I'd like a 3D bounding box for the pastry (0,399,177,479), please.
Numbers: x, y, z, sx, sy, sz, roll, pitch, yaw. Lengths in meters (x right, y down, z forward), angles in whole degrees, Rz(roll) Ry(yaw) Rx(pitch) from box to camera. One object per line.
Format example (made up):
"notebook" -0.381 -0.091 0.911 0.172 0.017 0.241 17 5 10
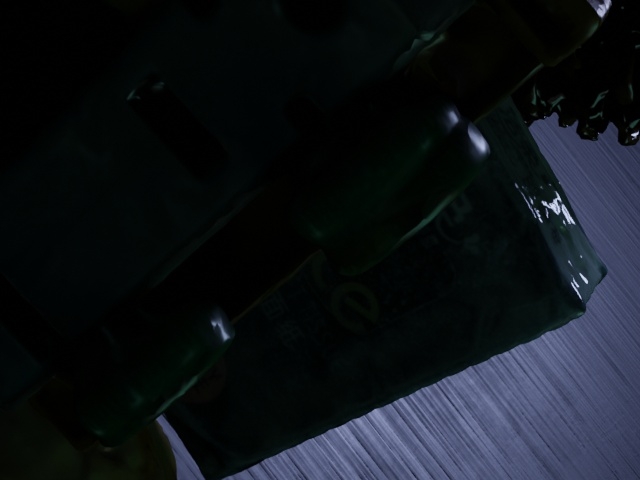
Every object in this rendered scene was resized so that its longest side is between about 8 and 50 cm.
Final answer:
"pastry" -0.263 0.233 1.136 0.388 0.312 0.388 -35 179 -1

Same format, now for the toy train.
"toy train" -0.043 -0.065 0.752 0.429 0.178 0.249 -40 -174 31

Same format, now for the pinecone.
"pinecone" 0.203 -0.184 1.131 0.257 0.243 0.243 -1 -162 33

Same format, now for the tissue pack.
"tissue pack" 0.000 0.000 1.079 0.316 0.228 0.103 -29 -174 29
